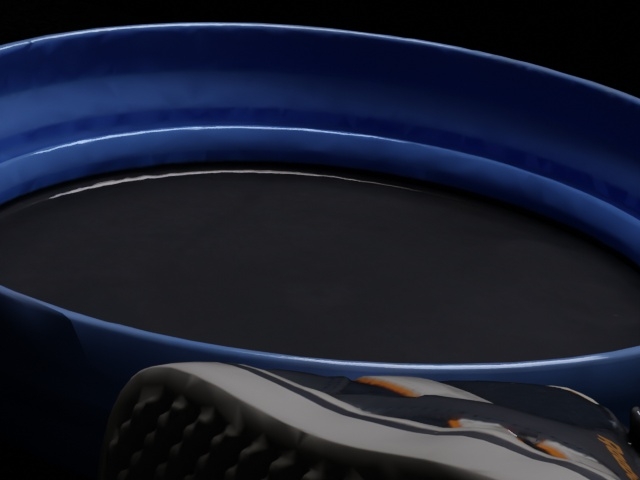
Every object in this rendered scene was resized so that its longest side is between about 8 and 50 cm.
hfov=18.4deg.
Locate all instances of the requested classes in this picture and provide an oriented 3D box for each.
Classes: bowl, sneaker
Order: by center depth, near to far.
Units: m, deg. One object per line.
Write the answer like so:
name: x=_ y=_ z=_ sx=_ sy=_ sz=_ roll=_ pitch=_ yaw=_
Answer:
sneaker: x=0.061 y=0.104 z=0.506 sx=0.127 sy=0.126 sz=0.321 roll=6 pitch=13 yaw=-31
bowl: x=0.000 y=0.000 z=0.837 sx=0.391 sy=0.077 sz=0.391 roll=5 pitch=23 yaw=-2
